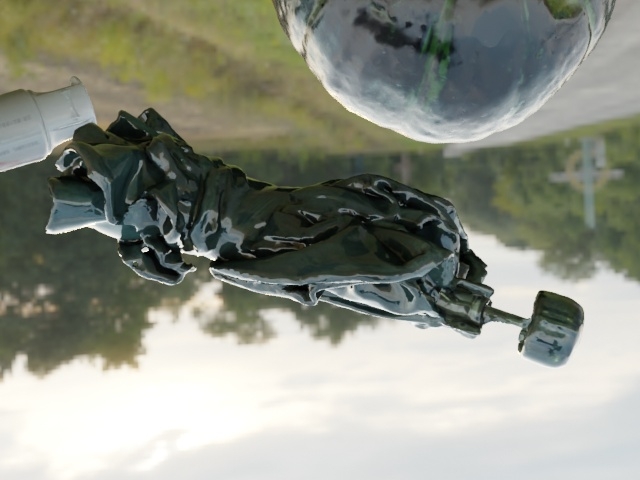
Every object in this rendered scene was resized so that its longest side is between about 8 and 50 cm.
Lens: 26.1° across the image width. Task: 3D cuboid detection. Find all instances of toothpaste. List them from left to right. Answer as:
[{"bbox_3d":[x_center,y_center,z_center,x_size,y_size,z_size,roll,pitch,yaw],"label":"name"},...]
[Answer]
[{"bbox_3d":[-0.349,-0.065,1.165,0.323,0.066,0.100,-21,174,-22],"label":"toothpaste"}]

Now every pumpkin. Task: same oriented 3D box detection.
[{"bbox_3d":[0.106,-0.243,1.104,0.315,0.315,0.238,-3,166,-5],"label":"pumpkin"}]

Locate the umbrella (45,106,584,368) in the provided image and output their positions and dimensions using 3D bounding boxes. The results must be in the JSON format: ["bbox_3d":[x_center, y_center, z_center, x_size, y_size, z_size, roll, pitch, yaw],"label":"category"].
[{"bbox_3d":[0.001,-0.003,0.880,0.349,0.094,0.143,19,-144,9],"label":"umbrella"}]
